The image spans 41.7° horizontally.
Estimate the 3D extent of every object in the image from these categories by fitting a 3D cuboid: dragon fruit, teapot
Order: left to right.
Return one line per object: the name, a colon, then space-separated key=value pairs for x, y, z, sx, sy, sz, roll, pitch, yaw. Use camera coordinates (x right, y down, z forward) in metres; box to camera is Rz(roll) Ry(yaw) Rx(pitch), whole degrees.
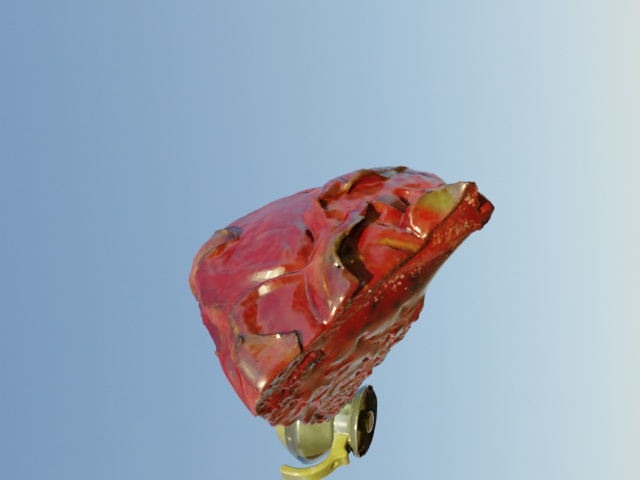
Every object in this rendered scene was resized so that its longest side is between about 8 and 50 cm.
dragon fruit: x=-0.005 y=-0.002 z=0.916 sx=0.286 sy=0.329 sz=0.228 roll=52 pitch=-165 yaw=29
teapot: x=0.004 y=0.241 z=1.088 sx=0.166 sy=0.119 sz=0.130 roll=-66 pitch=-28 yaw=-44
